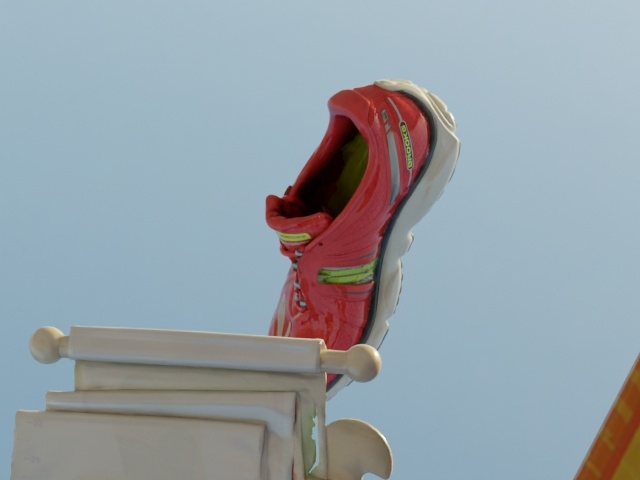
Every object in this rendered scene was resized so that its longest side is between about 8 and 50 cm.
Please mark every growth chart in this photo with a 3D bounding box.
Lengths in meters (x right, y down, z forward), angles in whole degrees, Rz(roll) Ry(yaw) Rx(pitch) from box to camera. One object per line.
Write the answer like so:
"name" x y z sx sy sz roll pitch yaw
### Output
"growth chart" -0.064 0.146 0.744 0.172 0.237 0.021 11 -171 5

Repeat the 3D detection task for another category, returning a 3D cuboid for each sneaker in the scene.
"sneaker" 0.000 0.000 1.335 0.118 0.279 0.107 3 -154 -41

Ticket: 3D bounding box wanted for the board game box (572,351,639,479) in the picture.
"board game box" 0.227 0.230 0.611 0.357 0.356 0.356 27 -100 15
